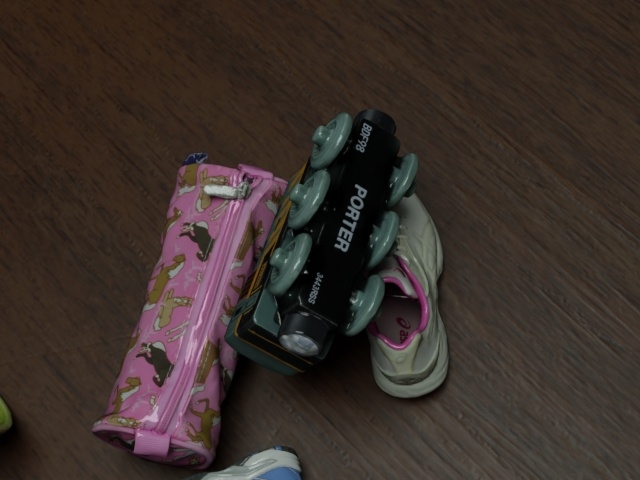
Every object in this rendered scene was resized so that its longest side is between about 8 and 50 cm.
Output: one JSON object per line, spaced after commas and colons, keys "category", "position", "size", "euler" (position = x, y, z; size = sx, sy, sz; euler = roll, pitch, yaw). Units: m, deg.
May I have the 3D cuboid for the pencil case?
{"category": "pencil case", "position": [-0.152, 0.089, 1.544], "size": [0.160, 0.167, 0.386], "euler": [5, 67, 30]}

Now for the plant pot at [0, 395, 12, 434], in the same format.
{"category": "plant pot", "position": [-0.562, 0.236, 1.527], "size": [0.276, 0.276, 0.254], "euler": [39, 89, 24]}

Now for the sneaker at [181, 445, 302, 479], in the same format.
{"category": "sneaker", "position": [-0.116, 0.315, 1.480], "size": [0.211, 0.080, 0.081], "euler": [-24, 60, 1]}

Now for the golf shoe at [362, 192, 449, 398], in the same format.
{"category": "golf shoe", "position": [0.094, 0.032, 1.542], "size": [0.115, 0.140, 0.306], "euler": [-13, 62, 7]}

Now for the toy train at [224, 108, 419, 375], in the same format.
{"category": "toy train", "position": [0.000, 0.000, 1.466], "size": [0.142, 0.190, 0.334], "euler": [29, 56, -17]}
